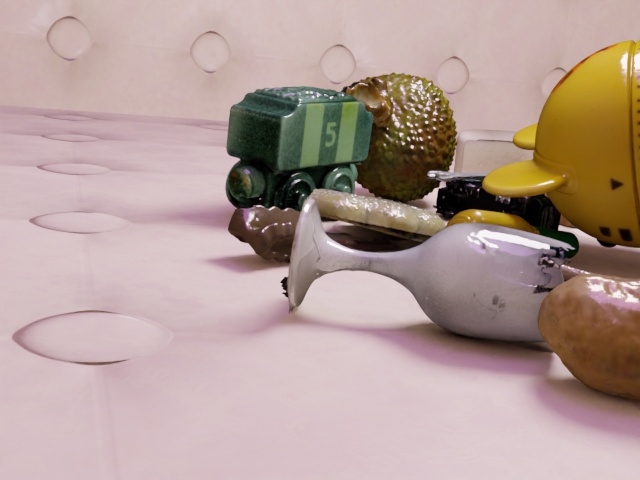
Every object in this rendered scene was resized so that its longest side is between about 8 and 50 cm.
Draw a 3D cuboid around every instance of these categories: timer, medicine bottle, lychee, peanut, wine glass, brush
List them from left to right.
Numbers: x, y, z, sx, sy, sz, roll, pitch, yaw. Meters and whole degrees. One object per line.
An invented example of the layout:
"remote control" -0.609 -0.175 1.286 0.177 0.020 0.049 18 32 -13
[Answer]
"brush" 0.000 0.000 1.209 0.301 0.071 0.084 5 26 -43
"lychee" 0.153 -0.217 1.661 0.270 0.320 0.270 -1 48 1
"wine glass" 0.121 0.039 0.919 0.321 0.143 0.143 9 14 6
"medicine bottle" 0.313 -0.002 1.288 0.261 0.095 0.064 5 49 -33
"timer" 0.486 -0.149 1.330 0.387 0.376 0.376 -6 7 27
"peanut" 0.327 0.096 0.781 0.224 0.129 0.129 6 13 9

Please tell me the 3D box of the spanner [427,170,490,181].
"spanner" 0.338 -0.130 1.605 0.302 0.017 0.071 -3 13 -30

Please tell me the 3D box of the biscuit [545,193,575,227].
"biscuit" 0.465 -0.079 1.753 0.183 0.047 0.320 -5 18 -29

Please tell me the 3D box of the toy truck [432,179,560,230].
"toy truck" 0.343 -0.066 1.549 0.121 0.088 0.259 -5 16 -39

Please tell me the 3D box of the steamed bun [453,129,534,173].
"steamed bun" 0.460 -0.202 2.031 0.242 0.146 0.164 5 16 4

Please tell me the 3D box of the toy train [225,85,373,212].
"toy train" -0.043 -0.155 1.434 0.167 0.238 0.299 19 20 34

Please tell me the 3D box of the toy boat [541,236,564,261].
"toy boat" 0.333 0.024 1.222 0.060 0.060 0.137 16 16 36

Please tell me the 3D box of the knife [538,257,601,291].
"knife" 0.357 0.064 1.058 0.365 0.089 0.043 20 63 38

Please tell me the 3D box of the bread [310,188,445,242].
"bread" 0.104 -0.039 1.306 0.207 0.056 0.286 14 4 14
